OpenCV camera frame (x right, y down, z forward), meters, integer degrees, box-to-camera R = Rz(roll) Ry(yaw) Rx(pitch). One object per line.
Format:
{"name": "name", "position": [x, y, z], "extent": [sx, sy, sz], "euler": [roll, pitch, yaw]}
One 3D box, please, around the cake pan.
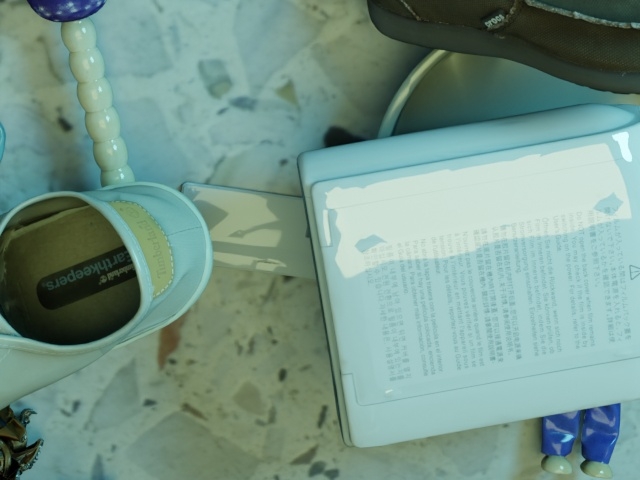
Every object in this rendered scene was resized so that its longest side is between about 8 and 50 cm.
{"name": "cake pan", "position": [0.185, -0.060, 1.405], "extent": [0.293, 0.054, 0.293], "euler": [-2, 108, -5]}

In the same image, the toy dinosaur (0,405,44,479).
{"name": "toy dinosaur", "position": [-0.305, 0.231, 1.433], "extent": [0.218, 0.164, 0.322], "euler": [24, 122, 0]}

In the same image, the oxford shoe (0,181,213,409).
{"name": "oxford shoe", "position": [-0.296, 0.081, 1.300], "extent": [0.449, 0.130, 0.169], "euler": [-27, 86, 11]}

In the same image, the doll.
{"name": "doll", "position": [0.252, 0.120, 1.506], "extent": [0.129, 0.046, 0.189], "euler": [6, 101, -1]}

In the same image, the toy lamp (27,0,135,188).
{"name": "toy lamp", "position": [-0.174, -0.080, 1.362], "extent": [0.080, 0.080, 0.275], "euler": [-12, 108, -4]}

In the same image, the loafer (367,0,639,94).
{"name": "loafer", "position": [0.177, -0.204, 1.237], "extent": [0.134, 0.366, 0.130], "euler": [-55, 139, -34]}

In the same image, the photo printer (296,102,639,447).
{"name": "photo printer", "position": [0.149, 0.025, 1.345], "extent": [0.307, 0.107, 0.256], "euler": [-11, 109, -2]}

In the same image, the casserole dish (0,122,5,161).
{"name": "casserole dish", "position": [-0.354, -0.088, 1.353], "extent": [0.188, 0.037, 0.114], "euler": [9, 107, -12]}

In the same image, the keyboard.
{"name": "keyboard", "position": [0.000, 0.000, 1.449], "extent": [0.256, 0.014, 0.072], "euler": [8, 102, -11]}

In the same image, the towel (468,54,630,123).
{"name": "towel", "position": [0.198, -0.101, 1.437], "extent": [0.144, 0.029, 0.197], "euler": [-4, 108, -4]}
